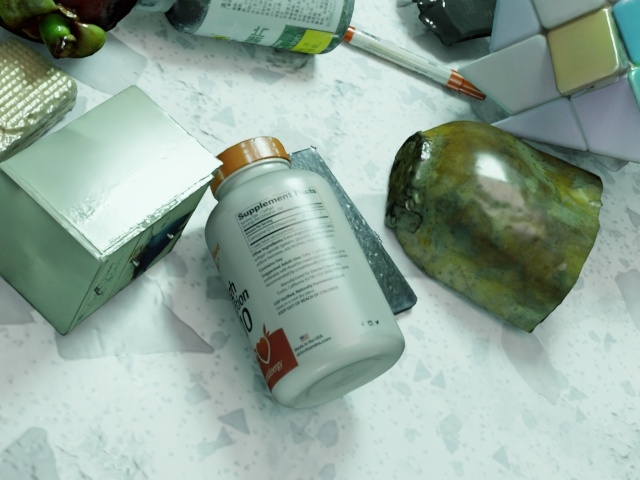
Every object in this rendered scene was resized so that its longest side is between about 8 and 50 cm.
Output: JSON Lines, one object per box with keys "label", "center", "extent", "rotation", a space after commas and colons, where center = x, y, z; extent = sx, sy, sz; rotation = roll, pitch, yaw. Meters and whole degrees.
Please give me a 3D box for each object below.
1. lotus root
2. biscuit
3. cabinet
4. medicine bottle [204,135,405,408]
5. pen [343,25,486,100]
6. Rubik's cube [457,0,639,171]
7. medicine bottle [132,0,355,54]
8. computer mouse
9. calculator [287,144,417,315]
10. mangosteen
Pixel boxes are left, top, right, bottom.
{"label": "lotus root", "center": [0.227, -0.064, 1.540], "extent": [0.260, 0.149, 0.267], "rotation": [32, 44, -6]}
{"label": "biscuit", "center": [-0.375, -0.134, 1.305], "extent": [0.108, 0.062, 0.239], "rotation": [37, 47, 0]}
{"label": "cabinet", "center": [-0.234, -0.034, 1.252], "extent": [0.150, 0.145, 0.206], "rotation": [42, 46, 6]}
{"label": "medicine bottle", "center": [-0.032, 0.028, 1.301], "extent": [0.157, 0.157, 0.288], "rotation": [-11, 65, -35]}
{"label": "pen", "center": [0.138, -0.261, 1.715], "extent": [0.239, 0.028, 0.028], "rotation": [22, 48, -14]}
{"label": "Rubik's cube", "center": [0.408, -0.288, 1.645], "extent": [0.358, 0.368, 0.387], "rotation": [-23, 93, -60]}
{"label": "medicine bottle", "center": [-0.109, -0.335, 1.554], "extent": [0.293, 0.141, 0.141], "rotation": [5, 54, -27]}
{"label": "computer mouse", "center": [0.235, -0.373, 1.817], "extent": [0.264, 0.088, 0.147], "rotation": [-13, 80, -37]}
{"label": "calculator", "center": [0.000, 0.000, 1.444], "extent": [0.161, 0.021, 0.261], "rotation": [-18, 67, -38]}
{"label": "mangosteen", "center": [-0.307, -0.316, 1.385], "extent": [0.216, 0.216, 0.216], "rotation": [15, 50, -19]}
